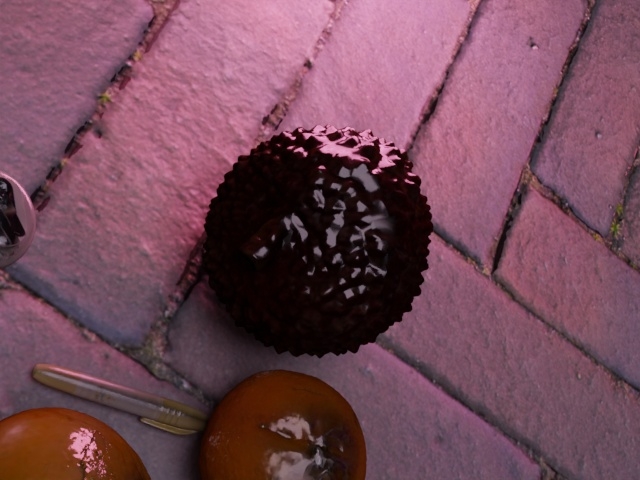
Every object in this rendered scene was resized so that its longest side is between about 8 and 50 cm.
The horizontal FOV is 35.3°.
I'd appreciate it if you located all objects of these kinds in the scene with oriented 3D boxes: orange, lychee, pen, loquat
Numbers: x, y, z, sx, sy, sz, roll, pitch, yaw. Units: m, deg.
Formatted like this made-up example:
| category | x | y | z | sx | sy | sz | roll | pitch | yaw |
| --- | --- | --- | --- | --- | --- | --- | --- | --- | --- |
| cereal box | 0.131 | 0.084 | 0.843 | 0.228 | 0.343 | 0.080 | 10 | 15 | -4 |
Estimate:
| category | x | y | z | sx | sy | sz | roll | pitch | yaw |
| --- | --- | --- | --- | --- | --- | --- | --- | --- | --- |
| orange | -0.043 | 0.270 | 1.257 | 0.224 | 0.170 | 0.224 | 11 | 70 | -32 |
| lychee | 0.000 | 0.000 | 1.305 | 0.330 | 0.306 | 0.306 | -1 | 74 | -62 |
| pen | -0.244 | 0.198 | 1.235 | 0.233 | 0.032 | 0.040 | 22 | 88 | -25 |
| loquat | -0.278 | 0.304 | 1.039 | 0.263 | 0.263 | 0.263 | 11 | 70 | -31 |

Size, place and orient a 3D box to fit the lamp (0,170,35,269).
| category | x | y | z | sx | sy | sz | roll | pitch | yaw |
| --- | --- | --- | --- | --- | --- | --- | --- | --- | --- |
| lamp | -0.444 | -0.017 | 1.121 | 0.246 | 0.108 | 0.180 | -4 | 82 | -36 |
